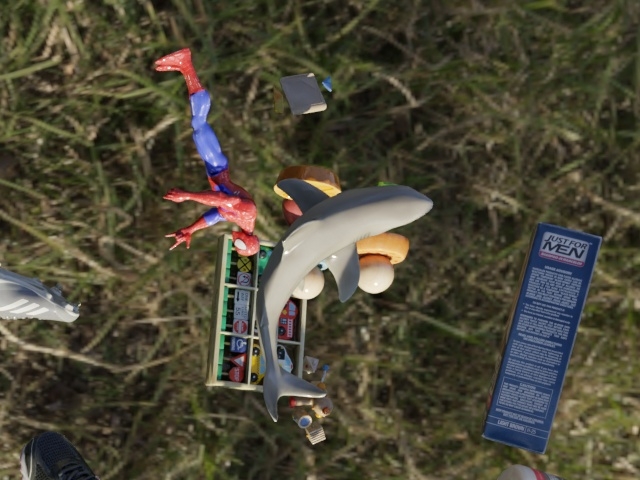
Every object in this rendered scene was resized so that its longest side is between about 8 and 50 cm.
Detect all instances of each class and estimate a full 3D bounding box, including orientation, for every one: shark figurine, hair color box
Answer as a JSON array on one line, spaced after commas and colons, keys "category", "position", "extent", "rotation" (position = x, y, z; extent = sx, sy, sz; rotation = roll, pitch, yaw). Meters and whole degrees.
[{"category": "shark figurine", "position": [-0.024, 0.034, 1.158], "extent": [0.278, 0.166, 0.116], "rotation": [-59, 167, -1]}, {"category": "hair color box", "position": [0.350, 0.150, 1.771], "extent": [0.174, 0.105, 0.347], "rotation": [10, 95, -82]}]

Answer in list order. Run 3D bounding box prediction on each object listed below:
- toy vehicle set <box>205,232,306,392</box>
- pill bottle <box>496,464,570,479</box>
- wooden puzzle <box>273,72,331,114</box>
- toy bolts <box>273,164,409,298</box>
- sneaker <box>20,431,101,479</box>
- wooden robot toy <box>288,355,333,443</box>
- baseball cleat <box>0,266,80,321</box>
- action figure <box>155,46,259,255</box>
[{"category": "toy vehicle set", "position": [-0.108, 0.131, 1.941], "extent": [0.166, 0.035, 0.266], "rotation": [10, 74, -24]}, {"category": "pill bottle", "position": [0.462, 0.520, 1.944], "extent": [0.319, 0.176, 0.176], "rotation": [19, 71, -9]}, {"category": "wooden puzzle", "position": [-0.032, -0.254, 1.924], "extent": [0.116, 0.014, 0.078], "rotation": [-6, 70, -20]}, {"category": "toy bolts", "position": [0.000, 0.000, 1.687], "extent": [0.218, 0.228, 0.158], "rotation": [15, 72, -30]}, {"category": "sneaker", "position": [-0.222, 0.257, 1.081], "extent": [0.072, 0.077, 0.178], "rotation": [-26, 74, -48]}, {"category": "wooden robot toy", "position": [-0.011, 0.297, 1.982], "extent": [0.076, 0.079, 0.173], "rotation": [-6, 114, -21]}, {"category": "baseball cleat", "position": [-0.465, 0.095, 1.649], "extent": [0.206, 0.072, 0.109], "rotation": [32, 95, -34]}, {"category": "action figure", "position": [-0.175, -0.095, 1.456], "extent": [0.139, 0.091, 0.280], "rotation": [-26, 94, -4]}]
